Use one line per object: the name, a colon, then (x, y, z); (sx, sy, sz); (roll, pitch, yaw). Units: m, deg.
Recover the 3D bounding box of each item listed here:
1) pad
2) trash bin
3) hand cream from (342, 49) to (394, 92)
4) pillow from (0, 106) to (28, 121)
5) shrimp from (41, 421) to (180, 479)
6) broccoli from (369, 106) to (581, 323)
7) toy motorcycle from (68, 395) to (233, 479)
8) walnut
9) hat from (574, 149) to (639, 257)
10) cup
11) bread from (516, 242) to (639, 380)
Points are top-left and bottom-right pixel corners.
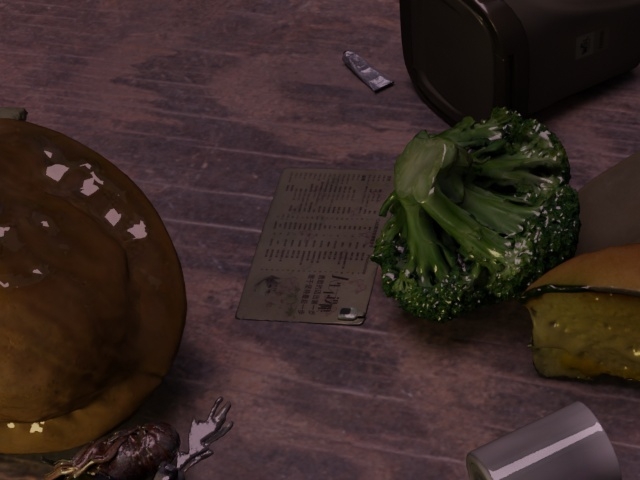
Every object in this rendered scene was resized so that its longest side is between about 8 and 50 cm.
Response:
pad: (0.000, 0.000, 2.122); (0.160, 0.009, 0.265); (1, 45, 16)
trash bin: (0.261, -0.276, 2.209); (0.250, 0.219, 0.219); (-20, 45, -18)
hand cream: (0.060, -0.227, 2.337); (0.030, 0.019, 0.093); (-29, 53, -19)
pillow: (-0.533, -0.061, 2.264); (0.274, 0.076, 0.280); (-3, 50, 14)
shrimp: (-0.240, 0.245, 1.878); (0.190, 0.075, 0.073); (-28, 38, 12)
broccoli: (0.167, -0.035, 1.958); (0.261, 0.242, 0.269); (9, 75, 43)
toy motorcycle: (-0.218, 0.324, 1.754); (0.207, 0.134, 0.401); (24, 56, 32)
walnut: (-0.356, 0.050, 1.916); (0.384, 0.383, 0.383); (-7, 44, 7)
hat: (0.405, -0.014, 2.002); (0.245, 0.149, 0.214); (-42, 25, 25)
cup: (0.224, 0.237, 1.782); (0.133, 0.136, 0.099); (-25, 79, -11)
bread: (0.352, 0.076, 1.854); (0.252, 0.174, 0.133); (8, 45, 27)
